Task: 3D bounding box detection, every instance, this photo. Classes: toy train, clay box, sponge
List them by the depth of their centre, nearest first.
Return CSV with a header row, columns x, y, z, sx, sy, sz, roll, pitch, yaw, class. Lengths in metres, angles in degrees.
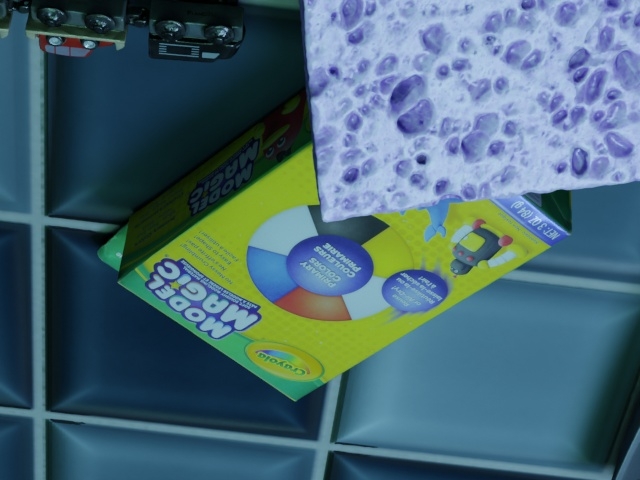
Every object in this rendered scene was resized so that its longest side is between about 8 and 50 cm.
x,y,z,sx,sy,sz,roll,pitch,yaw,class
0.097,-0.076,0.836,0.210,0.031,0.117,-7,124,-5,sponge
-0.113,-0.101,0.879,0.158,0.027,0.036,5,148,-2,toy train
0.000,0.000,0.956,0.127,0.053,0.222,36,128,-27,clay box

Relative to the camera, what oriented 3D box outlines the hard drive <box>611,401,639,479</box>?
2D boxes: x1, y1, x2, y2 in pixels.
x,y,z,sx,sy,sz,roll,pitch,yaw,class
0.257,0.086,1.025,0.172,0.054,0.255,10,137,-6,hard drive
